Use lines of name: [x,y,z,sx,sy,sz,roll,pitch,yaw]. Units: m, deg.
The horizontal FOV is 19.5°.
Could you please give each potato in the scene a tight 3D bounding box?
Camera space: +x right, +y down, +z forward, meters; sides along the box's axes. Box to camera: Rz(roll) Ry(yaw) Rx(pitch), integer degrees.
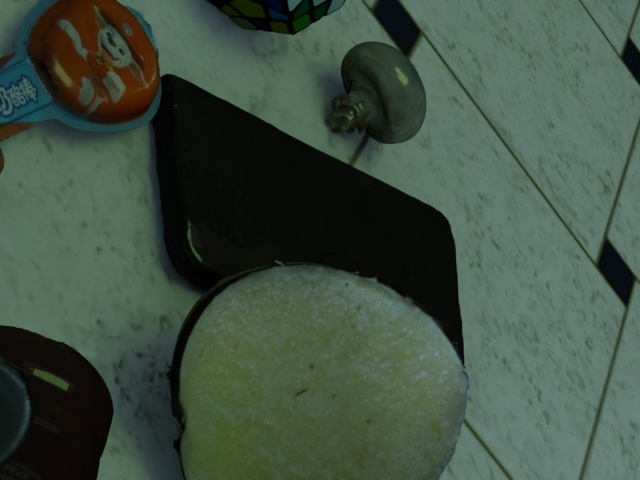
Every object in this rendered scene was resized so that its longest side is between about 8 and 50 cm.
potato: [-0.018,0.088,1.174,0.202,0.182,0.117,21,11,-25]

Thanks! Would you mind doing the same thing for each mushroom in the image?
mushroom: [0.038,-0.110,1.456,0.079,0.085,0.085,-27,90,-17]

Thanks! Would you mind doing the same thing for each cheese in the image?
cheese: [-0.170,-0.102,1.174,0.106,0.037,0.256,59,32,-4]

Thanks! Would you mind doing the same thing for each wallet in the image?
wallet: [0.000,0.000,1.337,0.309,0.042,0.165,27,45,-43]

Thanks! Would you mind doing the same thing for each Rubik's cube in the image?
Rubik's cube: [-0.033,-0.218,1.382,0.133,0.133,0.112,58,6,-8]

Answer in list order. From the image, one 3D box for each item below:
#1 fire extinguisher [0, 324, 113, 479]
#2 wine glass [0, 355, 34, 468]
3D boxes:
fire extinguisher: [-0.193,0.196,0.864,0.114,0.135,0.337,91,5,-45]
wine glass: [-0.295,-0.077,0.806,0.267,0.267,0.406,14,51,-50]
